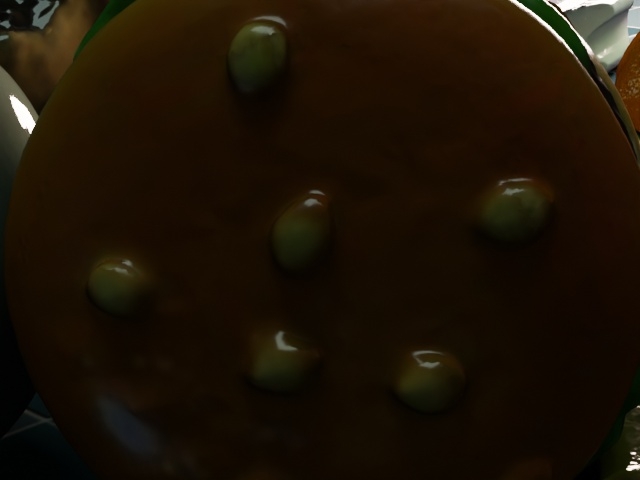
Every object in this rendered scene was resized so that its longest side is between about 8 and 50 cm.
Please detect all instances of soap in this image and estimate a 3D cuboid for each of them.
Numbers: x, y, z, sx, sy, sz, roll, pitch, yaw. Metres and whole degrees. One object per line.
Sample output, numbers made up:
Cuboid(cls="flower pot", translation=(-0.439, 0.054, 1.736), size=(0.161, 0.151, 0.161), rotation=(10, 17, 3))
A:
Cuboid(cls="soap", translation=(0.313, -0.282, 2.212), size=(0.193, 0.109, 0.324), rotation=(5, 19, 28))

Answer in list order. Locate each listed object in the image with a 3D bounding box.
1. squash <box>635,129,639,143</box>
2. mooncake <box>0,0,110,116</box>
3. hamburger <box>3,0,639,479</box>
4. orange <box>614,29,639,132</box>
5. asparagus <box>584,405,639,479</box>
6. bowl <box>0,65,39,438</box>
Cuboid(cls="squash", translation=(0.277, -0.062, 1.451), size=(0.041, 0.219, 0.219), rotation=(-46, 12, 14))
Cuboid(cls="mooncake", translation=(-0.323, -0.254, 1.818), size=(0.246, 0.394, 0.393), rotation=(9, 8, 31))
Cuboid(cls="hamburger", translation=(0.000, 0.000, 0.982), size=(0.396, 0.396, 0.277), rotation=(-1, 13, 11))
Cuboid(cls="orange", translation=(0.386, -0.148, 1.647), size=(0.193, 0.193, 0.161), rotation=(-12, 2, -22))
Cuboid(cls="asparagus", translation=(0.193, 0.144, 1.019), size=(0.067, 0.060, 0.277), rotation=(13, 19, -1))
Cuboid(cls="bowl", translation=(-0.279, 0.008, 1.139), size=(0.185, 0.354, 0.354), rotation=(1, 11, -39))
